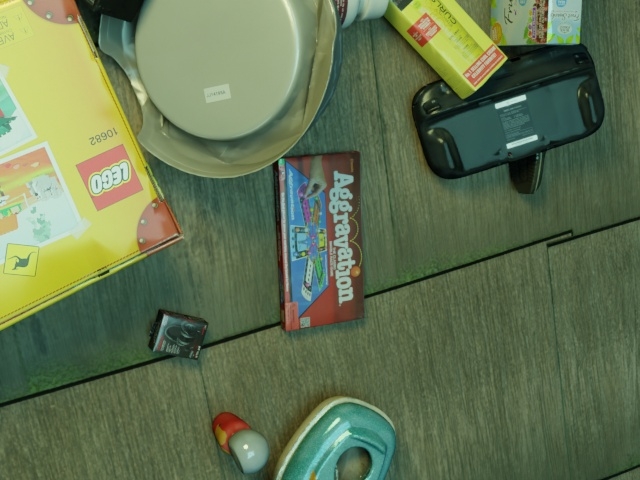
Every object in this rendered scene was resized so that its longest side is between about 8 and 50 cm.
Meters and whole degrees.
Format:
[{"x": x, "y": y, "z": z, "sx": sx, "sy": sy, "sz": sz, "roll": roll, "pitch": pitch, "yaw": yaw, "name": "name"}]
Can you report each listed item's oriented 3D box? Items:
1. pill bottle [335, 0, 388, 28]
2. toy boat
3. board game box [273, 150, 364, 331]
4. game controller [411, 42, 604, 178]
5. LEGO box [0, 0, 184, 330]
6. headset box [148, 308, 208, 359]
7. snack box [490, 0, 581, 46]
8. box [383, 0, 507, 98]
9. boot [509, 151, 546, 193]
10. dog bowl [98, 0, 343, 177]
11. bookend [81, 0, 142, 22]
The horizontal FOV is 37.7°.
[{"x": -0.017, "y": -0.369, "z": 1.391, "sx": 0.221, "sy": 0.121, "sz": 0.121, "roll": -11, "pitch": 104, "yaw": -22, "name": "pill bottle"}, {"x": -0.027, "y": 0.365, "z": 1.508, "sx": 0.318, "sy": 0.148, "sz": 0.267, "roll": 27, "pitch": 88, "yaw": -26, "name": "toy boat"}, {"x": 0.000, "y": 0.000, "z": 1.520, "sx": 0.145, "sy": 0.027, "sz": 0.281, "roll": -8, "pitch": 103, "yaw": -24, "name": "board game box"}, {"x": 0.316, "y": -0.216, "z": 1.559, "sx": 0.319, "sy": 0.067, "sz": 0.166, "roll": -18, "pitch": 105, "yaw": -4, "name": "game controller"}, {"x": -0.488, "y": -0.069, "z": 1.197, "sx": 0.500, "sy": 0.193, "sz": 0.372, "roll": -27, "pitch": 109, "yaw": -17, "name": "LEGO box"}, {"x": -0.223, "y": 0.145, "z": 1.444, "sx": 0.083, "sy": 0.032, "sz": 0.062, "roll": 16, "pitch": 93, "yaw": -27, "name": "headset box"}, {"x": 0.347, "y": -0.419, "z": 1.514, "sx": 0.070, "sy": 0.174, "sz": 0.207, "roll": -3, "pitch": 102, "yaw": -20, "name": "snack box"}, {"x": 0.182, "y": -0.339, "z": 1.482, "sx": 0.087, "sy": 0.058, "sz": 0.232, "roll": -44, "pitch": 96, "yaw": -13, "name": "box"}, {"x": 0.408, "y": -0.182, "z": 1.645, "sx": 0.137, "sy": 0.077, "sz": 0.197, "roll": -5, "pitch": 103, "yaw": -28, "name": "boot"}, {"x": -0.127, "y": -0.263, "z": 1.273, "sx": 0.102, "sy": 0.349, "sz": 0.348, "roll": -25, "pitch": 116, "yaw": -65, "name": "dog bowl"}, {"x": -0.280, "y": -0.396, "z": 1.219, "sx": 0.157, "sy": 0.156, "sz": 0.072, "roll": -56, "pitch": 155, "yaw": 18, "name": "bookend"}]
